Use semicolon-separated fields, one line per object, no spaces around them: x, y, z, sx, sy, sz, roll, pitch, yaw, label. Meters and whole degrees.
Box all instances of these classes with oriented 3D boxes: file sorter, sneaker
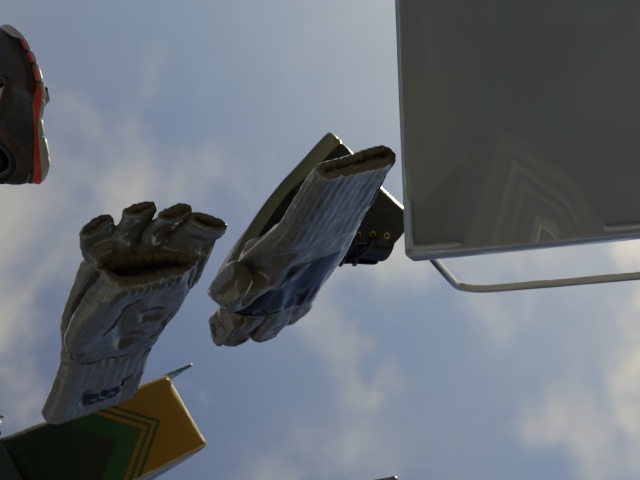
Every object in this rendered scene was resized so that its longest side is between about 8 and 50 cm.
0.175;-0.110;1.130;0.173;0.193;0.277;40;-134;-68;file sorter
0.000;0.000;1.250;0.118;0.083;0.222;38;-130;0;sneaker
-0.300;-0.125;1.327;0.065;0.061;0.158;-14;-75;-30;sneaker

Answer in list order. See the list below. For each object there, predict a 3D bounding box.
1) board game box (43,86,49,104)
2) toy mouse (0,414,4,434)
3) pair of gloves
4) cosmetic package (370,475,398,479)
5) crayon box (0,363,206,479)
-0.469;-0.177;1.667;0.260;0.030;0.136;24;-125;16;board game box
-0.385;0.214;1.484;0.031;0.161;0.143;68;-165;3;toy mouse
-0.072;0.023;0.937;0.240;0.204;0.042;-20;-117;-32;pair of gloves
0.073;0.480;1.874;0.224;0.138;0.224;-113;15;-57;cosmetic package
-0.241;0.218;1.241;0.083;0.203;0.323;59;-158;6;crayon box
